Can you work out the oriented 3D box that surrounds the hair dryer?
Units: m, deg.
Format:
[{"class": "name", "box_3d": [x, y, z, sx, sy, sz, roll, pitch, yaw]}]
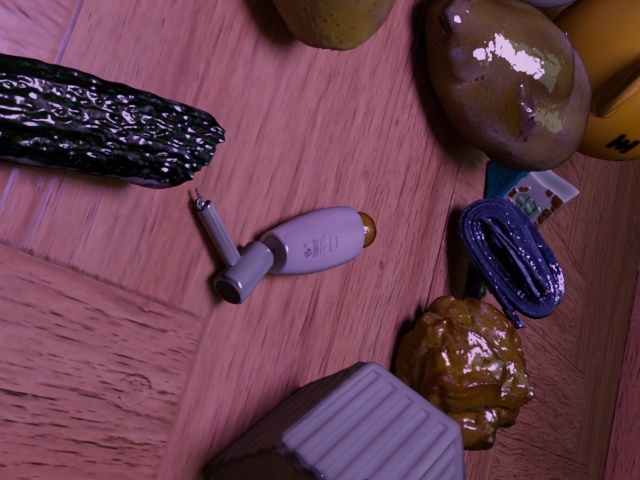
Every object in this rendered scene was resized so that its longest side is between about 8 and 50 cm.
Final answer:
[{"class": "hair dryer", "box_3d": [-0.094, -0.002, 0.706, 0.063, 0.038, 0.124, -52, 129, -40]}]

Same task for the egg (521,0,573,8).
[{"class": "egg", "box_3d": [0.306, -0.483, 1.012, 0.352, 0.258, 0.258, 44, 60, -45]}]

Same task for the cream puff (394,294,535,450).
[{"class": "cream puff", "box_3d": [0.214, 0.205, 1.091, 0.244, 0.196, 0.244, -10, 111, -26]}]

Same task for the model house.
[{"class": "model house", "box_3d": [0.366, -0.092, 1.298, 0.100, 0.149, 0.127, -21, 156, -52]}]

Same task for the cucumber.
[{"class": "cucumber", "box_3d": [-0.182, -0.088, 0.517, 0.265, 0.077, 0.077, 10, 88, -56]}]

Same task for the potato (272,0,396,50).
[{"class": "potato", "box_3d": [0.013, -0.317, 0.711, 0.169, 0.143, 0.248, -5, 108, -17]}]

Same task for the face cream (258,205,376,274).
[{"class": "face cream", "box_3d": [0.000, 0.000, 0.825, 0.182, 0.051, 0.072, -15, 107, -53]}]

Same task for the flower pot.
[{"class": "flower pot", "box_3d": [0.019, 0.268, 0.761, 0.189, 0.239, 0.209, -29, 89, -49]}]

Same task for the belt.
[{"class": "belt", "box_3d": [0.308, 0.027, 1.156, 0.218, 0.122, 0.128, 59, 6, 16]}]

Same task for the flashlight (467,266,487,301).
[{"class": "flashlight", "box_3d": [0.286, 0.054, 1.280, 0.057, 0.035, 0.121, 0, 96, -56]}]

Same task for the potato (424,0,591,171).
[{"class": "potato", "box_3d": [0.272, -0.241, 1.072, 0.351, 0.202, 0.218, 28, 83, -41]}]

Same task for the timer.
[{"class": "timer", "box_3d": [0.560, -0.291, 1.364, 0.387, 0.376, 0.376, -48, 133, -30]}]
